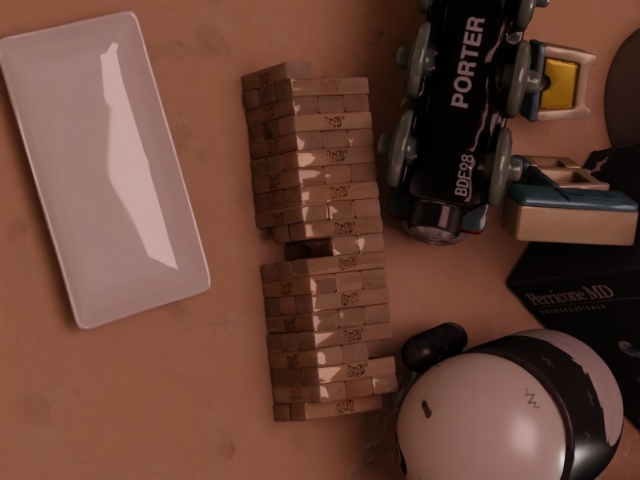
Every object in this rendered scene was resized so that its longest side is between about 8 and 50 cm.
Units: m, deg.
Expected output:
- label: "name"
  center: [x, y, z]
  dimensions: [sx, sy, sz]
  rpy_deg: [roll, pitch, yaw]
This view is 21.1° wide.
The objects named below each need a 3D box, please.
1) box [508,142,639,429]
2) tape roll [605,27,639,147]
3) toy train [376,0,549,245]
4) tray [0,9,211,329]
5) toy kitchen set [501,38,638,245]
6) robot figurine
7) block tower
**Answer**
- label: "box"
  center: [0.451, 0.090, 1.792]
  dimensions: [0.395, 0.293, 0.212]
  rpy_deg: [47, 63, -19]
- label: "tape roll"
  center: [0.426, -0.148, 1.934]
  dimensions: [0.219, 0.072, 0.219]
  rpy_deg: [4, 82, -32]
- label: "toy train"
  center: [0.142, -0.154, 1.692]
  dimensions: [0.142, 0.190, 0.333]
  rpy_deg: [10, 81, 5]
- label: "tray"
  center: [-0.199, -0.065, 1.562]
  dimensions: [0.145, 0.030, 0.270]
  rpy_deg: [-18, 94, -33]
- label: "toy kitchen set"
  center: [0.232, -0.103, 1.721]
  dimensions: [0.122, 0.207, 0.166]
  rpy_deg: [2, 106, -13]
- label: "robot figurine"
  center: [0.186, 0.180, 1.661]
  dimensions: [0.278, 0.209, 0.173]
  rpy_deg: [-11, 107, -60]
- label: "block tower"
  center: [0.000, 0.000, 1.642]
  dimensions: [0.097, 0.091, 0.335]
  rpy_deg: [-5, 88, -33]
